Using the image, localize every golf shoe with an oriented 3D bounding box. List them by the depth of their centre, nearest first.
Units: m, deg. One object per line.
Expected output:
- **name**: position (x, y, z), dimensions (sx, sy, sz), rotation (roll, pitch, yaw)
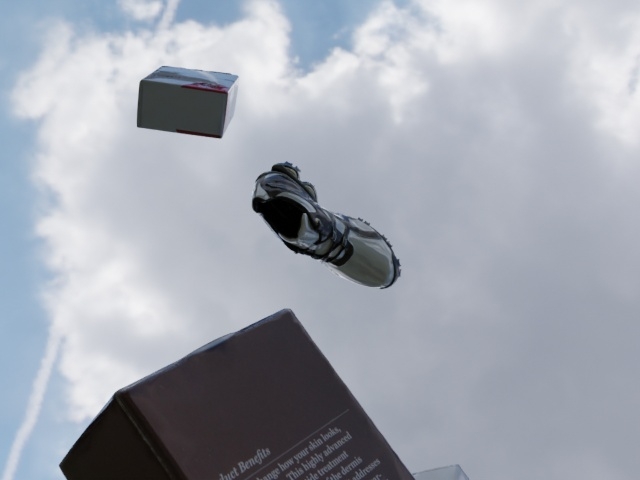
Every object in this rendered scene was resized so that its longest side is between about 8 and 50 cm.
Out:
- **golf shoe**: position (0.000, 0.000, 1.024), dimensions (0.198, 0.094, 0.077), rotation (36, -63, -2)

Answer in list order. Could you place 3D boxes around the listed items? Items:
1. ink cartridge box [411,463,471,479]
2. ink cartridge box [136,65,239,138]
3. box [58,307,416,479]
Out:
- **ink cartridge box**: position (0.179, 0.453, 1.290), dimensions (0.092, 0.218, 0.158), rotation (-23, -65, 31)
- **ink cartridge box**: position (-0.168, -0.181, 1.175), dimensions (0.109, 0.150, 0.063), rotation (7, -73, -2)
- **box**: position (-0.006, 0.260, 0.693), dimensions (0.381, 0.191, 0.143), rotation (54, -49, 12)
